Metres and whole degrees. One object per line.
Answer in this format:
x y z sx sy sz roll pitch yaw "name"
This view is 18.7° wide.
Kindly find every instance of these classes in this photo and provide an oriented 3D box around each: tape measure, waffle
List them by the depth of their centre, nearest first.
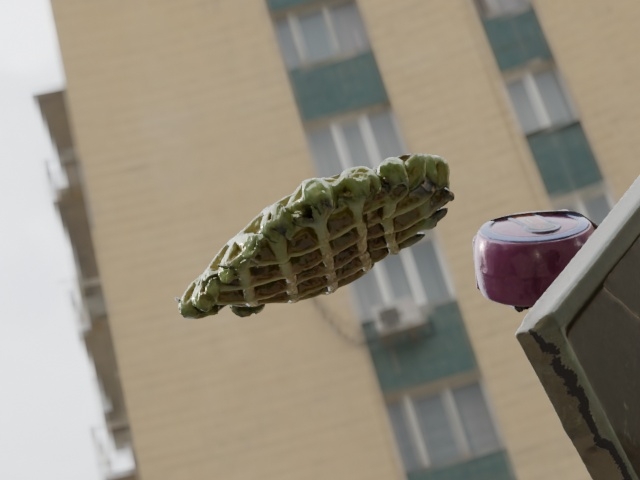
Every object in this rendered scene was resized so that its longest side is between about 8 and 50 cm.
0.000 0.000 1.464 0.208 0.054 0.214 -6 -26 -48 "waffle"
0.198 0.016 1.716 0.125 0.118 0.074 -11 -75 -12 "tape measure"

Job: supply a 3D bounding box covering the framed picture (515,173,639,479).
0.194 0.103 0.823 0.016 0.213 0.289 -16 -70 40 "framed picture"
